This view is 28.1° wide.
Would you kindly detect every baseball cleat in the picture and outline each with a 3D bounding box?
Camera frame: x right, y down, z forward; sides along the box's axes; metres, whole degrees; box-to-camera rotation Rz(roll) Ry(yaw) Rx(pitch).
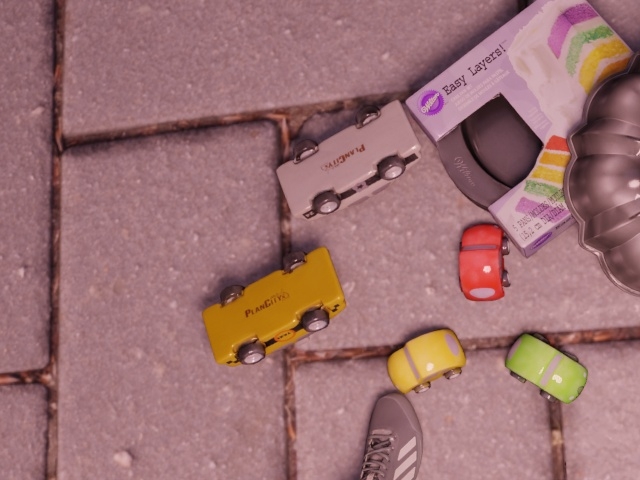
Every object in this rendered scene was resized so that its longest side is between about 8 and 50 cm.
[{"bbox_3d":[0.073,0.277,1.513,0.072,0.109,0.205,-10,71,31],"label":"baseball cleat"}]

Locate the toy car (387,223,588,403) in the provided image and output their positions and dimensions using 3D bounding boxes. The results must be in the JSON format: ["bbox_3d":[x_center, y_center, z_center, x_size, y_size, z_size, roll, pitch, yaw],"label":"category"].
[{"bbox_3d":[0.215,0.117,1.534,0.225,0.053,0.239,31,88,22],"label":"toy car"}]

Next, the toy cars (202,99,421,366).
[{"bbox_3d":[0.000,0.000,1.618,0.176,0.087,0.393,22,80,33],"label":"toy cars"}]

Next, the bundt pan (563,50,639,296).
[{"bbox_3d":[0.440,-0.076,1.423,0.331,0.124,0.330,0,88,5],"label":"bundt pan"}]

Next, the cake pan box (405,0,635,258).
[{"bbox_3d":[0.271,-0.146,1.559,0.267,0.070,0.245,-36,70,3],"label":"cake pan box"}]
